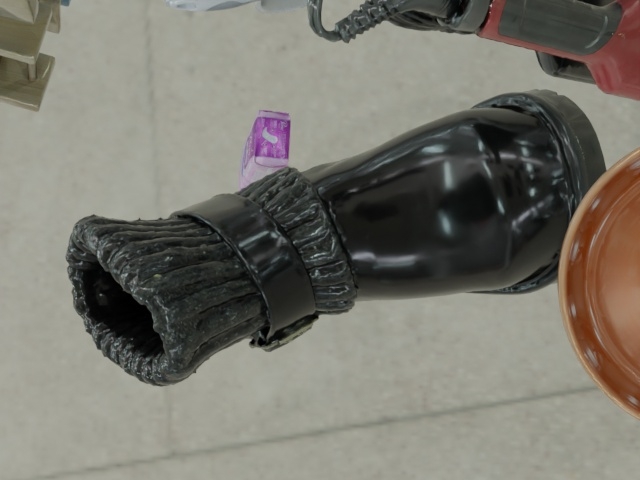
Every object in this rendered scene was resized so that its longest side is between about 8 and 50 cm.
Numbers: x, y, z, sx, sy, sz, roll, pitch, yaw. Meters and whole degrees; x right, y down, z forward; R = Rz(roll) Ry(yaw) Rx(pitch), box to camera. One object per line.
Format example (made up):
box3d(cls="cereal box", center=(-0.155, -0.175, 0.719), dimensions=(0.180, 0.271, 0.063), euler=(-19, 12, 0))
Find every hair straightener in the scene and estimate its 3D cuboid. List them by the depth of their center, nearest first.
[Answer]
box3d(cls="hair straightener", center=(0.070, -0.080, 0.593), dimensions=(0.089, 0.230, 0.047), euler=(25, 110, 41))

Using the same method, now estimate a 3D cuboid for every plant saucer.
box3d(cls="plant saucer", center=(0.105, 0.011, 0.424), dimensions=(0.083, 0.013, 0.083), euler=(0, 92, 3))

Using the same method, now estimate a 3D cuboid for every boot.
box3d(cls="boot", center=(0.001, 0.004, 1.052), dimensions=(0.348, 0.260, 0.131), euler=(-18, 86, 59))

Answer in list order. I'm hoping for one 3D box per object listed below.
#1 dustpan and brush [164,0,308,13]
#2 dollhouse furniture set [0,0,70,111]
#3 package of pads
box3d(cls="dustpan and brush", center=(-0.009, -0.162, 0.935), dimensions=(0.147, 0.211, 0.060), euler=(-22, 77, 49))
box3d(cls="dollhouse furniture set", center=(-0.211, -0.184, 0.926), dimensions=(0.183, 0.129, 0.129), euler=(113, 172, -69))
box3d(cls="package of pads", center=(-0.046, -0.070, 1.301), dimensions=(0.083, 0.032, 0.050), euler=(125, 149, -69))
